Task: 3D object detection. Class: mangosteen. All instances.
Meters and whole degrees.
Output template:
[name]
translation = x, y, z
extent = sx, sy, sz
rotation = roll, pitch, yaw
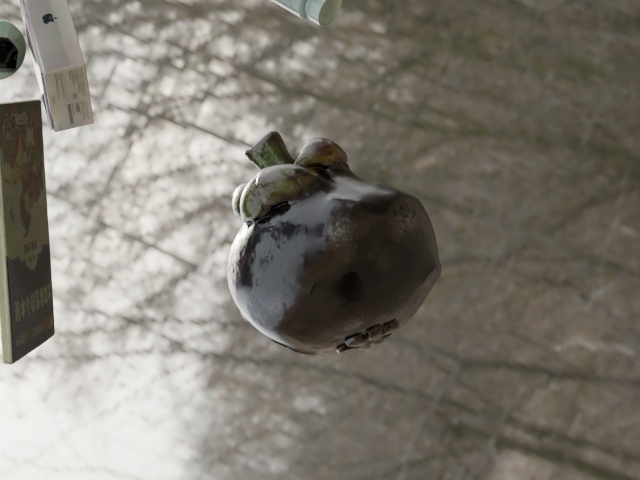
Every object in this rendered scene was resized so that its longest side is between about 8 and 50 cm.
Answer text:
[mangosteen]
translation = 0.000, 0.005, 2.070
extent = 0.233, 0.288, 0.287
rotation = -66, -5, 28

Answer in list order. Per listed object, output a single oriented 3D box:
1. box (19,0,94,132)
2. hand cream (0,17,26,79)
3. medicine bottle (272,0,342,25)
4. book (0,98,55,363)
[box]
translation = -0.290, -0.207, 1.833
extent = 0.130, 0.051, 0.129
rotation = 99, 156, -65
[hand cream]
translation = -0.437, -0.238, 2.039
extent = 0.109, 0.067, 0.321
rotation = -53, 28, -11
[medicine bottle]
translation = -0.021, -0.266, 1.806
extent = 0.047, 0.083, 0.047
rotation = -43, -27, -28
[book]
translation = -0.379, -0.019, 2.146
extent = 0.228, 0.018, 0.322
rotation = -51, -43, -81
